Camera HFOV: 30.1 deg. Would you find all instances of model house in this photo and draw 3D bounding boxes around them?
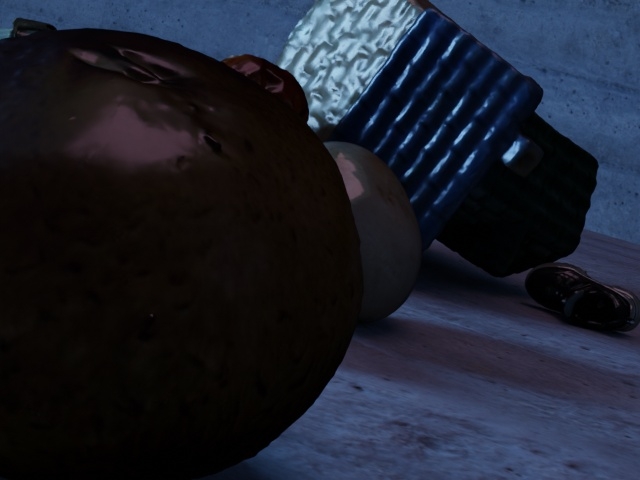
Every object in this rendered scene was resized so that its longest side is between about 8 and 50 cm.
[{"bbox_3d":[0.164,-0.102,1.736,0.445,0.395,0.400,28,12,-43],"label":"model house"}]

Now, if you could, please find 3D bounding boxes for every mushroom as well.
[{"bbox_3d":[-0.171,0.026,0.761,0.331,0.356,0.334,6,49,-54],"label":"mushroom"},{"bbox_3d":[0.016,0.007,1.304,0.206,0.209,0.206,43,4,-3],"label":"mushroom"}]

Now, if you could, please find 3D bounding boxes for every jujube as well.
[{"bbox_3d":[-0.112,-0.119,1.568,0.174,0.250,0.174,19,7,-2],"label":"jujube"}]

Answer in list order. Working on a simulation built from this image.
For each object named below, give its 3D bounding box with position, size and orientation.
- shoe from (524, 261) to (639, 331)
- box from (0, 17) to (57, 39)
[{"bbox_3d":[0.357,0.082,1.650,0.169,0.071,0.099,21,13,22],"label":"shoe"},{"bbox_3d":[-0.466,-0.243,1.914,0.166,0.221,0.290,0,8,1],"label":"box"}]
